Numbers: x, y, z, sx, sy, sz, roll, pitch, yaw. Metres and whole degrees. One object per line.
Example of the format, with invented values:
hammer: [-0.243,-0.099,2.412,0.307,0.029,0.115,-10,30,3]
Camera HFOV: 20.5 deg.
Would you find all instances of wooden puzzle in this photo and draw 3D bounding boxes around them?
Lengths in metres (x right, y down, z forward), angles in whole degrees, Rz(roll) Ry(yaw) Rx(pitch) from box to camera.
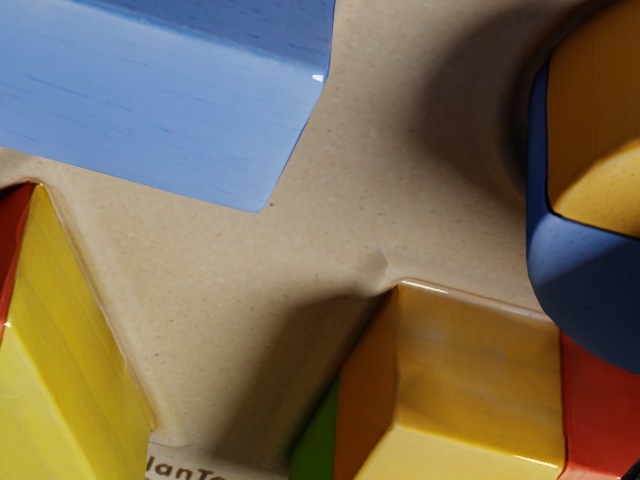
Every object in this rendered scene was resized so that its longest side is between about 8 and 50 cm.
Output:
wooden puzzle: [0.000,0.000,0.429,0.322,0.080,0.348,16,134,-12]

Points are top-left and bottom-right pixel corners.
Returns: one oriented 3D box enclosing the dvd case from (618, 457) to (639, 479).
dvd case: [0.182,0.020,0.404,0.221,0.018,0.164,21,115,-45]
